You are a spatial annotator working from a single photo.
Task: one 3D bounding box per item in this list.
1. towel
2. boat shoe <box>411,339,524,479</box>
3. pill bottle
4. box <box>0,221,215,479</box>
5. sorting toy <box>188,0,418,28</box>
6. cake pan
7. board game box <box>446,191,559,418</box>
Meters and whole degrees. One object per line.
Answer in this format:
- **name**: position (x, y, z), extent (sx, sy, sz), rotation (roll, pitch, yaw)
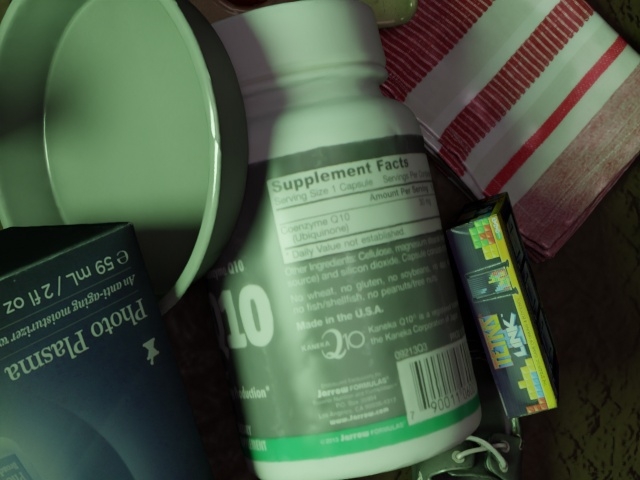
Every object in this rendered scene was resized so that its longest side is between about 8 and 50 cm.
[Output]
- **towel**: position (0.178, -0.171, 0.915), extent (0.329, 0.037, 0.237), rotation (43, 79, -6)
- **boat shoe**: position (0.134, 0.260, 0.847), extent (0.112, 0.095, 0.335), rotation (11, 84, -11)
- **pill bottle**: position (0.000, 0.000, 0.781), extent (0.204, 0.204, 0.361), rotation (-12, 89, -12)
- **box**: position (-0.241, 0.172, 0.632), extent (0.296, 0.182, 0.294), rotation (-29, 110, -42)
- **sorting toy**: position (-0.043, -0.338, 0.860), extent (0.229, 0.041, 0.307), rotation (-8, 83, -6)
- **cake pan**: position (-0.165, -0.076, 0.736), extent (0.054, 0.293, 0.293), rotation (-11, 88, -49)
- **board game box**: position (0.165, 0.052, 0.827), extent (0.048, 0.141, 0.170), rotation (-17, 95, 18)
